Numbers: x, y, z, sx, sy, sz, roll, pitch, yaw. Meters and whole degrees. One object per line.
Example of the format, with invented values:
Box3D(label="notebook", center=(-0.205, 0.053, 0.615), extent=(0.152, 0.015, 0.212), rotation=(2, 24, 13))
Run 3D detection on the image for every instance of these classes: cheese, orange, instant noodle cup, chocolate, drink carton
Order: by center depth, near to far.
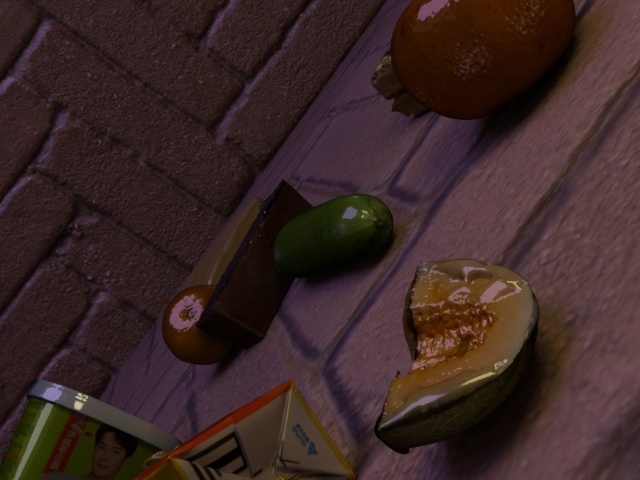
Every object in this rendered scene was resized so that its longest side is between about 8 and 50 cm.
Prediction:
Box3D(label="drink carton", center=(-0.134, 0.270, 0.690), extent=(0.154, 0.111, 0.351), rotation=(-23, -14, -45))
Box3D(label="orange", center=(0.191, -0.240, 0.827), extent=(0.224, 0.170, 0.224), rotation=(-35, 2, 2))
Box3D(label="instant noodle cup", center=(-0.411, 0.420, 1.127), extent=(0.294, 0.293, 0.308), rotation=(-30, 34, 61))
Box3D(label="chocolate", center=(-0.101, 0.041, 1.283), extent=(0.112, 0.111, 0.321), rotation=(-40, 20, 52))
Box3D(label="orange", center=(-0.218, 0.160, 1.313), extent=(0.155, 0.154, 0.134), rotation=(-60, -24, -26))
Box3D(label="cheese", center=(-0.210, 0.055, 1.645), extent=(0.384, 0.104, 0.384), rotation=(-50, 13, 16))

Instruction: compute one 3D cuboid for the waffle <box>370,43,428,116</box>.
Box3D(label="waffle", center=(0.250, -0.390, 1.142), extent=(0.376, 0.114, 0.261), rotation=(-57, 15, -11))

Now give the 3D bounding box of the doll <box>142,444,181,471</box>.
Box3D(label="doll", center=(-0.245, 0.380, 0.983), extent=(0.129, 0.081, 0.207), rotation=(-14, 36, 42))

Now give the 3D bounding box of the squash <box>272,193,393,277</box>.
Box3D(label="squash", center=(0.000, 0.000, 1.050), extent=(0.101, 0.101, 0.378), rotation=(-59, 12, -20))

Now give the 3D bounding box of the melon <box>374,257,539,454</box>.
Box3D(label="melon", center=(0.107, 0.087, 0.508), extent=(0.128, 0.079, 0.160), rotation=(-20, 31, 36))
